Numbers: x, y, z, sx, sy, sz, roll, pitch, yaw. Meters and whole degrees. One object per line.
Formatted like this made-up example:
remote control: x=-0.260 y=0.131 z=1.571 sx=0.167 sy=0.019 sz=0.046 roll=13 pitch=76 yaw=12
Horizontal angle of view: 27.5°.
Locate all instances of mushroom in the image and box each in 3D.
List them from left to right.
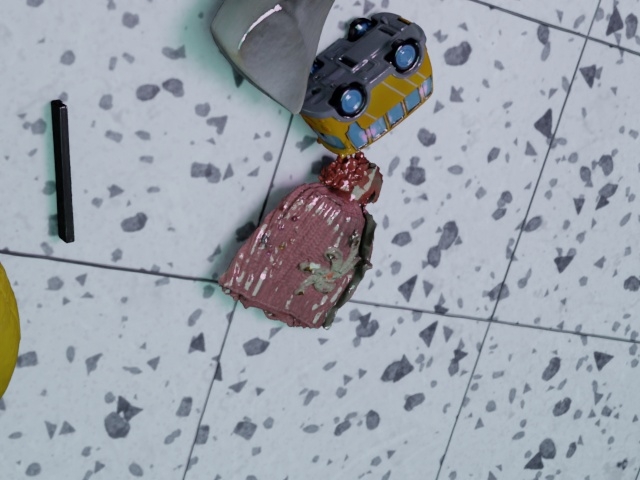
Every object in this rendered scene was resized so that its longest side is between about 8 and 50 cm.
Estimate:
mushroom: x=0.009 y=-0.382 z=1.775 sx=0.177 sy=0.126 sz=0.397 roll=37 pitch=86 yaw=-43

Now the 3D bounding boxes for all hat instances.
hat: x=0.000 y=0.000 z=1.928 sx=0.237 sy=0.107 sz=0.286 roll=27 pitch=98 yaw=-46

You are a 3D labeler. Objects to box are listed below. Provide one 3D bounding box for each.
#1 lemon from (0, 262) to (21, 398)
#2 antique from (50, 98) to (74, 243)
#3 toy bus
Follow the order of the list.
lemon: x=-0.500 y=0.100 z=1.553 sx=0.297 sy=0.297 sz=0.297 roll=-12 pitch=114 yaw=-28
antique: x=-0.341 y=-0.090 z=1.729 sx=0.015 sy=0.031 sz=0.192 roll=-11 pitch=114 yaw=-28
toy bus: x=0.063 y=-0.217 z=1.875 sx=0.209 sy=0.126 sz=0.136 roll=-39 pitch=133 yaw=-13
